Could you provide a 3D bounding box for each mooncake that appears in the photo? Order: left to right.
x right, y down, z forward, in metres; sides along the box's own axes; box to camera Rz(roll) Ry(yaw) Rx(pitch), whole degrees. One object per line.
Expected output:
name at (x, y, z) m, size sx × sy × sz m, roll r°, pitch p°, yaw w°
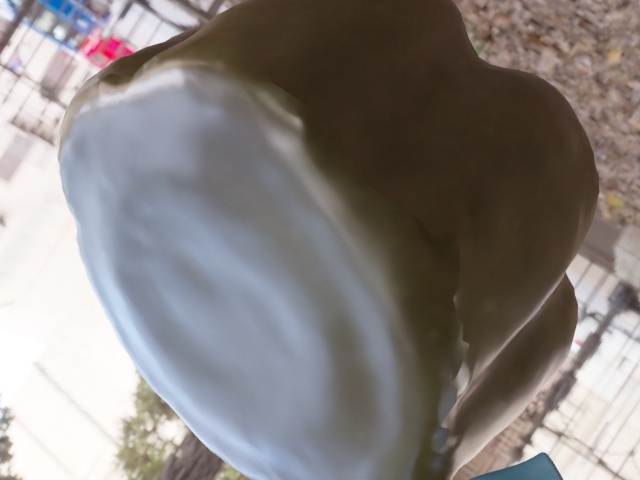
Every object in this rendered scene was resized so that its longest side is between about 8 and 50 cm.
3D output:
mooncake at (0.000, 0.000, 0.923) m, size 0.467 × 0.262 × 0.467 m, roll 26°, pitch 137°, yaw 27°

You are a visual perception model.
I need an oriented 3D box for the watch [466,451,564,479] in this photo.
watch at (0.117, 0.223, 0.562) m, size 0.211 × 0.211 × 0.193 m, roll 32°, pitch -159°, yaw -25°
